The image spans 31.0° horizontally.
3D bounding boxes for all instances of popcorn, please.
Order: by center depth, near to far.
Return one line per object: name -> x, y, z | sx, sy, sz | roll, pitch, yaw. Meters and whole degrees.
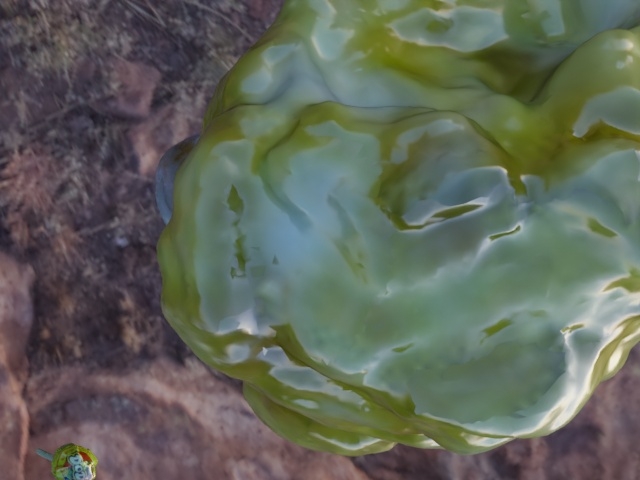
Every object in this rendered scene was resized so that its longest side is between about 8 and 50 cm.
popcorn -> 0.089, -0.019, 0.600 | 0.334, 0.293, 0.292 | -22, 132, -2

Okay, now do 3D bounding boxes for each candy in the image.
candy -> -0.361, 0.303, 1.594 | 0.058, 0.194, 0.062 | -31, 102, -27

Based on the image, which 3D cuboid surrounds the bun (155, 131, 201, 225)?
bun -> -0.121, -0.060, 1.997 | 0.362, 0.362, 0.211 | 27, 77, -34
